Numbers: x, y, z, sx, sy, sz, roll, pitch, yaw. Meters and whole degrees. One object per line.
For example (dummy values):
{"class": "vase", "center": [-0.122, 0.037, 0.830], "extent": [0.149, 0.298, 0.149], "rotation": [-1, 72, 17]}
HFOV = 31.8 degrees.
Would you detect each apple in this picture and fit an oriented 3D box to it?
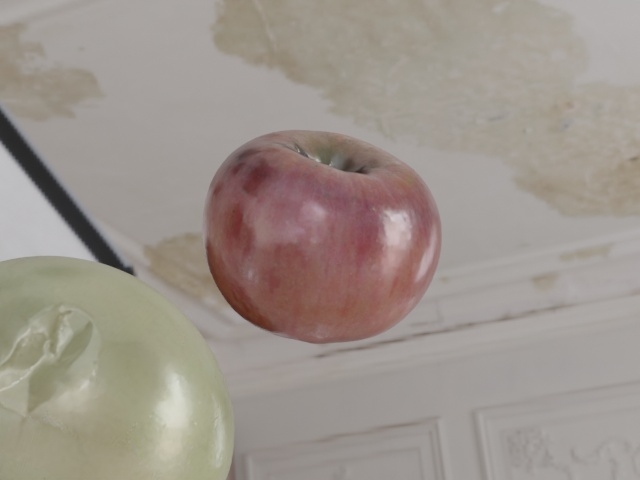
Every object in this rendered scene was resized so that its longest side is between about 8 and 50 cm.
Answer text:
{"class": "apple", "center": [0.000, 0.000, 0.717], "extent": [0.153, 0.153, 0.120], "rotation": [4, -68, -23]}

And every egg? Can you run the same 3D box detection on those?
{"class": "egg", "center": [-0.192, 0.123, 0.852], "extent": [0.269, 0.219, 0.219], "rotation": [27, -24, 3]}
